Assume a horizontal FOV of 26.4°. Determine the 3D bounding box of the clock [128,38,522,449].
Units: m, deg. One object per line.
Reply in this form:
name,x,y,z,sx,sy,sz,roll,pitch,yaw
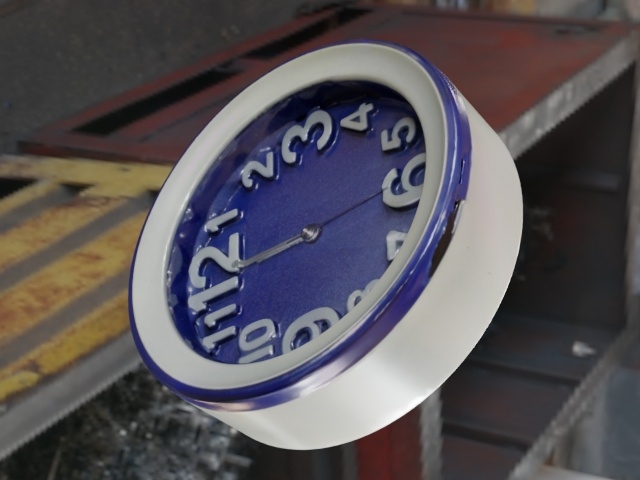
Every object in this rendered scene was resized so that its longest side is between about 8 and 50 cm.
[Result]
clock,0.000,0.000,0.769,0.083,0.230,0.230,36,65,-40
